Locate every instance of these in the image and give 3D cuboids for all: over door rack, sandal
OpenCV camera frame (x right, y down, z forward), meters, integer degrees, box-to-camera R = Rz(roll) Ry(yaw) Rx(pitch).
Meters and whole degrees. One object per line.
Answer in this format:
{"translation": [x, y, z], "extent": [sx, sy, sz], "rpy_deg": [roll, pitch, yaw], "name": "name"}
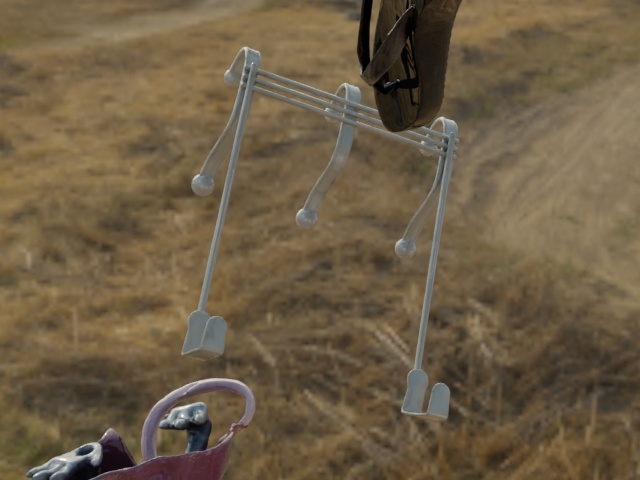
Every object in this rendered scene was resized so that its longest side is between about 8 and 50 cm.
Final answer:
{"translation": [0.000, 0.000, 1.209], "extent": [0.240, 0.324, 0.108], "rpy_deg": [17, -30, -19], "name": "over door rack"}
{"translation": [0.054, -0.160, 0.894], "extent": [0.055, 0.097, 0.254], "rpy_deg": [-12, -24, -10], "name": "sandal"}

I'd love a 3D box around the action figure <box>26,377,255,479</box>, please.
{"translation": [-0.154, 0.357, 1.265], "extent": [0.248, 0.370, 0.276], "rpy_deg": [-14, 11, 16], "name": "action figure"}
